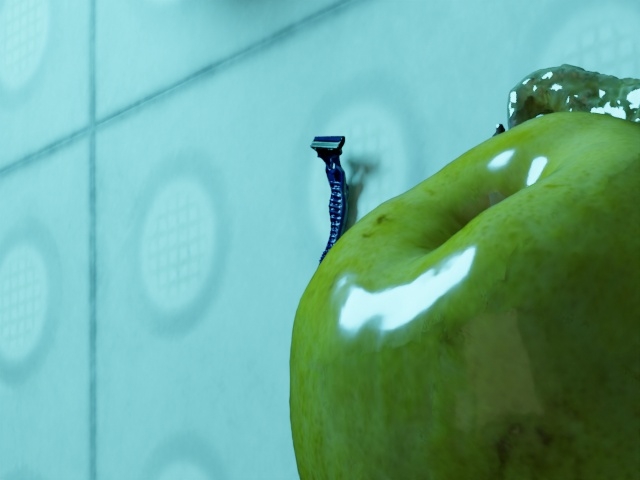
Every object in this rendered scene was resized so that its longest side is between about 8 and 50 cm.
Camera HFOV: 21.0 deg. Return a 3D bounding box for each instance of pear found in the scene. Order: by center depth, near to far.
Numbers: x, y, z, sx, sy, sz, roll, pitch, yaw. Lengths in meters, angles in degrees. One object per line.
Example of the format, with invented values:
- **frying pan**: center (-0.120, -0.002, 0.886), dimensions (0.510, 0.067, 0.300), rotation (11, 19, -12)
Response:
- **pear**: center (0.138, 0.096, 0.864), dimensions (0.314, 0.314, 0.314), rotation (-14, 72, 51)

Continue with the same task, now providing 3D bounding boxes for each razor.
- **razor**: center (0.004, 0.000, 1.277), dimensions (0.044, 0.028, 0.154), rotation (3, 85, 61)

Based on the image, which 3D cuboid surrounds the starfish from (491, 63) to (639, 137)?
- **starfish**: center (0.282, -0.116, 0.901), dimensions (0.432, 0.082, 0.324), rotation (41, 117, 49)
